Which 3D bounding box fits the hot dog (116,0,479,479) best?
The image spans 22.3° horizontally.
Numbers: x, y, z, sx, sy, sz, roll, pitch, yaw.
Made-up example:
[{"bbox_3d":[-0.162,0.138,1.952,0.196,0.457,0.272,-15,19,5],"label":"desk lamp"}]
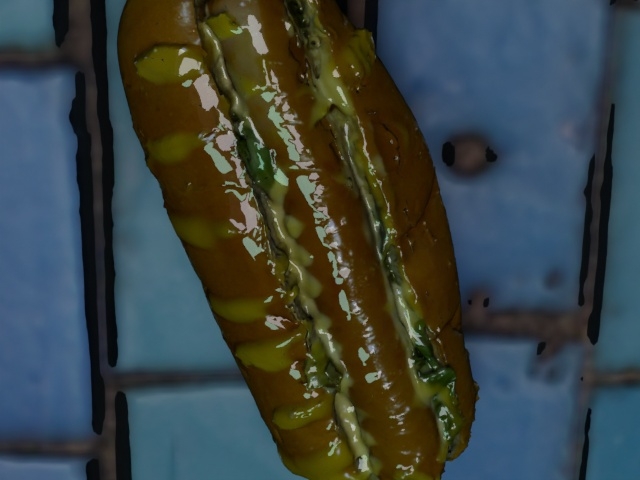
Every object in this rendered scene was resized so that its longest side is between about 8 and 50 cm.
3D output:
[{"bbox_3d":[0.000,0.000,0.705,0.115,0.072,0.269,-26,112,-4],"label":"hot dog"}]
